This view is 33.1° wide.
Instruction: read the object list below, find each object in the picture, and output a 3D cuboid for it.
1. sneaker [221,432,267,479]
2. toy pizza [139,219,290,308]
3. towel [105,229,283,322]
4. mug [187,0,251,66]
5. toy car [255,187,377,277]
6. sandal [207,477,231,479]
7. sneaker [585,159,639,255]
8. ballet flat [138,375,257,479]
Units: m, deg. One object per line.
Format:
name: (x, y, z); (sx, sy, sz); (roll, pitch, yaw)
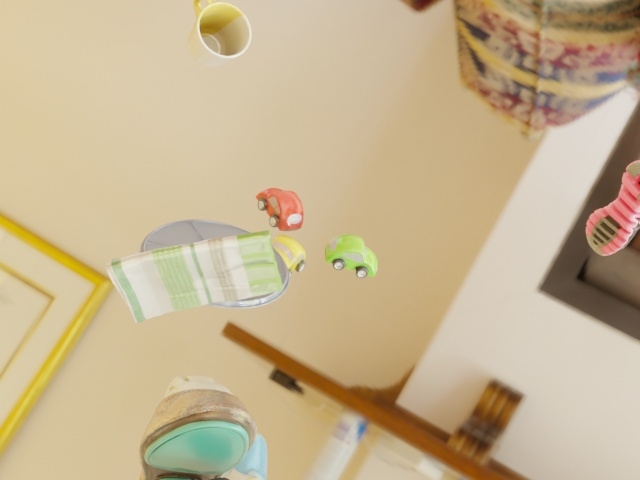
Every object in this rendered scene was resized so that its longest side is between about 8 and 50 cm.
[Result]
sneaker: (-0.073, 0.425, 1.619); (0.208, 0.319, 0.127); (-14, 142, 30)
toy pizza: (-0.140, 0.036, 1.422); (0.201, 0.032, 0.201); (13, -151, -7)
towel: (-0.115, 0.036, 1.013); (0.152, 0.023, 0.113); (-11, 153, 0)
mug: (-0.114, -0.226, 1.175); (0.062, 0.078, 0.064); (17, 163, -22)
toy car: (0.000, 0.000, 1.820); (0.225, 0.053, 0.239); (18, -145, -14)
sandal: (-0.110, 0.289, 1.077); (0.179, 0.067, 0.040); (93, 153, -52)
sneaker: (0.302, -0.031, 1.035); (0.047, 0.057, 0.119); (55, 139, 25)
ballet flat: (-0.140, 0.203, 1.118); (0.107, 0.106, 0.316); (11, 145, -16)
